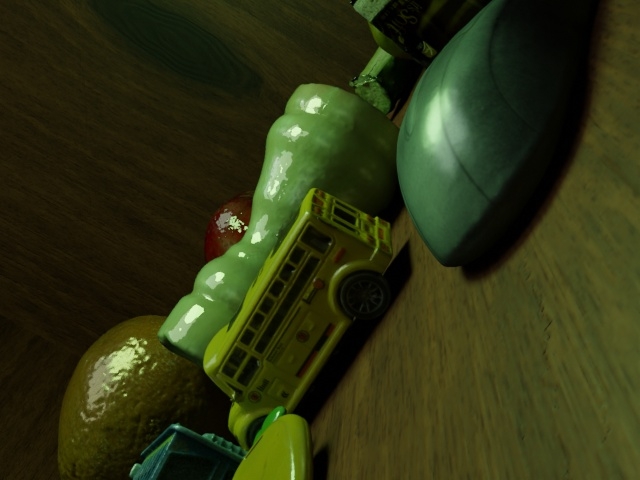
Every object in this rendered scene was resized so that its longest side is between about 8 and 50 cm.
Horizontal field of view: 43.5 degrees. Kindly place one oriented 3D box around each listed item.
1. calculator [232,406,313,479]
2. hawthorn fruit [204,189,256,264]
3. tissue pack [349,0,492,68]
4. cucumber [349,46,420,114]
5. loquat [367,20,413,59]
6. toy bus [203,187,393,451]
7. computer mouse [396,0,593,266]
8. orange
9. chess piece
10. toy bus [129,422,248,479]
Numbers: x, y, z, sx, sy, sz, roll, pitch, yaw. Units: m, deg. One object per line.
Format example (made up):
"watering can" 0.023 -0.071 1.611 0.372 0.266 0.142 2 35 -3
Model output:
"calculator" -0.054 0.259 0.819 0.146 0.032 0.235 -55 19 20
"hawthorn fruit" -0.159 0.031 1.942 0.265 0.265 0.307 -73 6 -64
"tissue pack" 0.198 -0.407 1.084 0.210 0.198 0.370 -64 15 -14
"cucumber" 0.190 -0.426 1.873 0.105 0.145 0.325 0 47 37
"loquat" 0.196 -0.497 1.721 0.213 0.213 0.246 -58 3 18
"toy bus" -0.038 0.108 0.997 0.330 0.152 0.144 -58 8 18
"computer mouse" 0.156 -0.139 0.764 0.188 0.122 0.371 -52 7 50
"orange" -0.276 0.303 1.334 0.322 0.322 0.357 141 150 -73
"chess piece" -0.053 0.005 1.205 0.442 0.234 0.234 -59 6 -12
"toy bus" -0.181 0.357 1.013 0.190 0.152 0.312 -65 8 -27
